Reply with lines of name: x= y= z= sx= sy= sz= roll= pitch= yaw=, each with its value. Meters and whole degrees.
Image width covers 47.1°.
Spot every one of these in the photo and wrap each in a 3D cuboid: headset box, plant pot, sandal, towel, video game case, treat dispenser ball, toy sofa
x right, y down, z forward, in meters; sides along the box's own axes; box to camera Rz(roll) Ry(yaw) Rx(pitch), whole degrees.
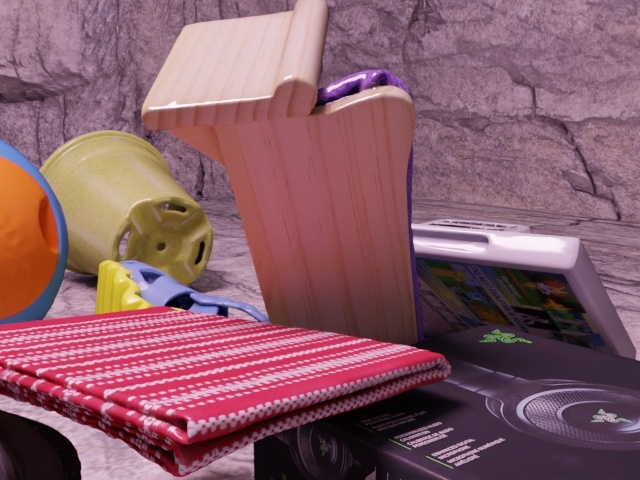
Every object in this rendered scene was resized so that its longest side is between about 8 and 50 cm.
headset box: x=0.126 y=0.153 z=0.444 sx=0.247 sy=0.131 sz=0.283 roll=-7 pitch=10 yaw=-38
plant pot: x=-0.320 y=-0.026 z=1.254 sx=0.276 sy=0.275 sz=0.254 roll=-7 pitch=23 yaw=-38
sandal: x=-0.163 y=0.101 z=0.842 sx=0.138 sy=0.126 sz=0.317 roll=-3 pitch=17 yaw=-38
towel: x=-0.090 y=0.074 z=0.443 sx=0.275 sy=0.031 sz=0.199 roll=3 pitch=4 yaw=41
video game case: x=0.165 y=0.062 z=0.808 sx=0.300 sy=0.036 sz=0.329 roll=6 pitch=-21 yaw=34
treat dispenser ball: x=-0.441 y=0.008 z=0.840 sx=0.288 sy=0.288 sz=0.288 roll=0 pitch=9 yaw=0
toy sofa: x=0.000 y=0.000 z=0.609 sx=0.177 sy=0.362 sz=0.150 roll=-5 pitch=37 yaw=9

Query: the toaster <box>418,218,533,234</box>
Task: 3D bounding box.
toaster: x=0.212 y=0.050 z=1.033 sx=0.227 sy=0.146 sz=0.129 roll=7 pitch=13 yaw=37

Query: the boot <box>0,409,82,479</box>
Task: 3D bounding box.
boot: x=-0.314 y=0.095 z=0.418 sx=0.339 sy=0.118 sz=0.222 roll=11 pitch=-20 yaw=0
